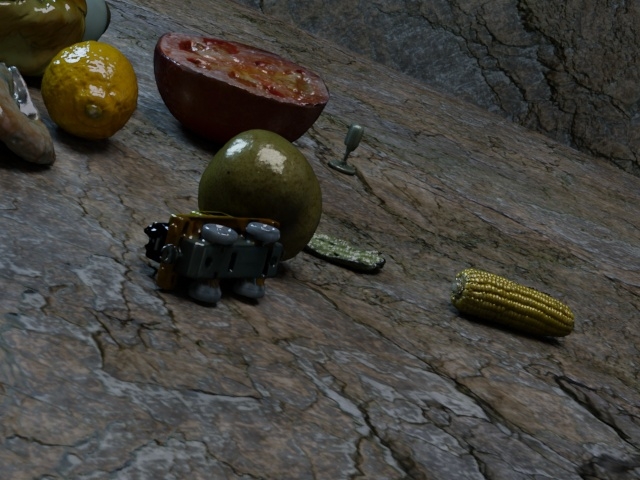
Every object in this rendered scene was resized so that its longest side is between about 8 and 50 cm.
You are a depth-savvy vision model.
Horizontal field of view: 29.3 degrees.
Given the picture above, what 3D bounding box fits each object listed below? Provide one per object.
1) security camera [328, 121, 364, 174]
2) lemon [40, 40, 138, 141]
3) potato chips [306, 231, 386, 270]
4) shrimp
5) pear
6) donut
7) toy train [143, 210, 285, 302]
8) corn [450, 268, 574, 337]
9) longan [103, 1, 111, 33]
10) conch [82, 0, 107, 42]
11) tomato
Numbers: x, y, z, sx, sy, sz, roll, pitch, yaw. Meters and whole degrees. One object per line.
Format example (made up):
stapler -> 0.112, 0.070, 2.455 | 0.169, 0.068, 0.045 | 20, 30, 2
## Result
security camera -> 0.057, -0.174, 2.271 | 0.058, 0.092, 0.058 | 23, 15, -6
lemon -> -0.335, -0.216, 1.781 | 0.142, 0.142, 0.187 | 18, 19, -17
potato chips -> 0.000, -0.001, 1.759 | 0.207, 0.028, 0.092 | 22, 15, -12
shrimp -> -0.424, -0.179, 1.665 | 0.168, 0.077, 0.317 | 50, 2, -19
pear -> -0.078, -0.056, 1.586 | 0.167, 0.167, 0.136 | 21, 39, -9
donut -> -0.545, -0.388, 1.987 | 0.360, 0.170, 0.360 | 20, 15, -6
toy train -> -0.131, 0.010, 1.450 | 0.127, 0.089, 0.219 | 22, 13, 34
corn -> 0.280, 0.093, 1.780 | 0.203, 0.072, 0.072 | 18, 17, -21
longan -> -0.468, -0.433, 2.375 | 0.119, 0.106, 0.106 | -23, 30, -9
conch -> -0.498, -0.438, 2.246 | 0.221, 0.121, 0.185 | 11, 41, -26
tomato -> -0.151, -0.244, 2.119 | 0.338, 0.144, 0.338 | 17, 18, -6
